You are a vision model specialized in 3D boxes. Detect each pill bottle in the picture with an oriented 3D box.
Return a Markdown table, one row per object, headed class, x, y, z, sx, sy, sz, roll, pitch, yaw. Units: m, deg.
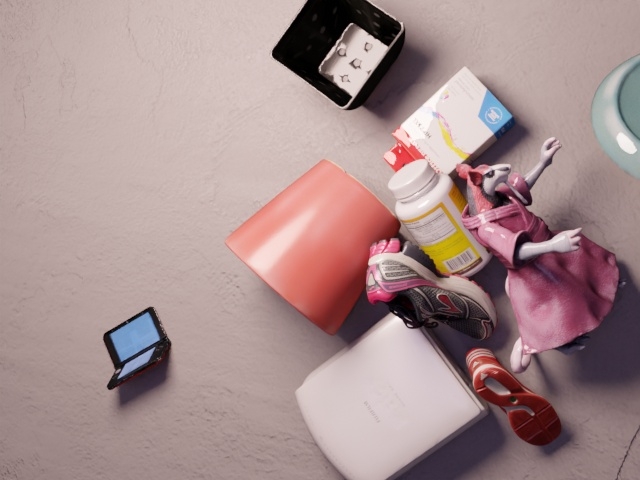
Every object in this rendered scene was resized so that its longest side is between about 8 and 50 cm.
| class | x | y | z | sx | sy | sz | roll | pitch | yaw |
| --- | --- | --- | --- | --- | --- | --- | --- | --- | --- |
| pill bottle | 0.215 | -0.039 | 1.430 | 0.117 | 0.117 | 0.215 | -33 | 110 | 13 |

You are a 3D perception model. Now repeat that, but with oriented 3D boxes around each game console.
| class | x | y | z | sx | sy | sz | roll | pitch | yaw |
| --- | --- | --- | --- | --- | --- | --- | --- | --- | --- |
| game console | -0.398 | 0.226 | 1.667 | 0.144 | 0.124 | 0.085 | -31 | 106 | 14 |

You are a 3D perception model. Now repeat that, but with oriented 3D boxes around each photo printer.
| class | x | y | z | sx | sy | sz | roll | pitch | yaw |
| --- | --- | --- | --- | --- | --- | --- | --- | --- | --- |
| photo printer | 0.119 | 0.304 | 1.495 | 0.308 | 0.107 | 0.256 | -38 | 78 | 12 |

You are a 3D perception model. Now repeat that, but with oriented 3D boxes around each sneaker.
| class | x | y | z | sx | sy | sz | roll | pitch | yaw |
| --- | --- | --- | --- | --- | --- | --- | --- | --- | --- |
| sneaker | 0.348 | 0.270 | 1.446 | 0.087 | 0.128 | 0.221 | -38 | 112 | 12 |
| sneaker | 0.192 | 0.112 | 1.410 | 0.121 | 0.299 | 0.112 | -25 | 44 | 49 |

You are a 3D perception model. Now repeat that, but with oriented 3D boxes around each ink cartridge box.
| class | x | y | z | sx | sy | sz | roll | pitch | yaw |
| --- | --- | --- | --- | --- | --- | --- | --- | --- | --- |
| ink cartridge box | 0.233 | -0.194 | 1.493 | 0.231 | 0.078 | 0.134 | -43 | 77 | 12 |

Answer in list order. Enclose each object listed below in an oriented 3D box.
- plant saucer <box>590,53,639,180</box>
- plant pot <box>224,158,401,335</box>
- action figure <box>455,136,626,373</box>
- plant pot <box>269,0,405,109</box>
| class | x | y | z | sx | sy | sz | roll | pitch | yaw |
| --- | --- | --- | --- | --- | --- | --- | --- | --- | --- |
| plant saucer | 0.618 | -0.216 | 1.319 | 0.318 | 0.043 | 0.317 | -4 | 59 | 7 |
| plant pot | 0.000 | 0.000 | 1.475 | 0.275 | 0.275 | 0.243 | 40 | 88 | 14 |
| action figure | 0.347 | 0.004 | 1.371 | 0.370 | 0.248 | 0.276 | 43 | 127 | -12 |
| plant pot | 0.051 | -0.358 | 1.507 | 0.188 | 0.167 | 0.187 | 39 | 99 | 15 |
